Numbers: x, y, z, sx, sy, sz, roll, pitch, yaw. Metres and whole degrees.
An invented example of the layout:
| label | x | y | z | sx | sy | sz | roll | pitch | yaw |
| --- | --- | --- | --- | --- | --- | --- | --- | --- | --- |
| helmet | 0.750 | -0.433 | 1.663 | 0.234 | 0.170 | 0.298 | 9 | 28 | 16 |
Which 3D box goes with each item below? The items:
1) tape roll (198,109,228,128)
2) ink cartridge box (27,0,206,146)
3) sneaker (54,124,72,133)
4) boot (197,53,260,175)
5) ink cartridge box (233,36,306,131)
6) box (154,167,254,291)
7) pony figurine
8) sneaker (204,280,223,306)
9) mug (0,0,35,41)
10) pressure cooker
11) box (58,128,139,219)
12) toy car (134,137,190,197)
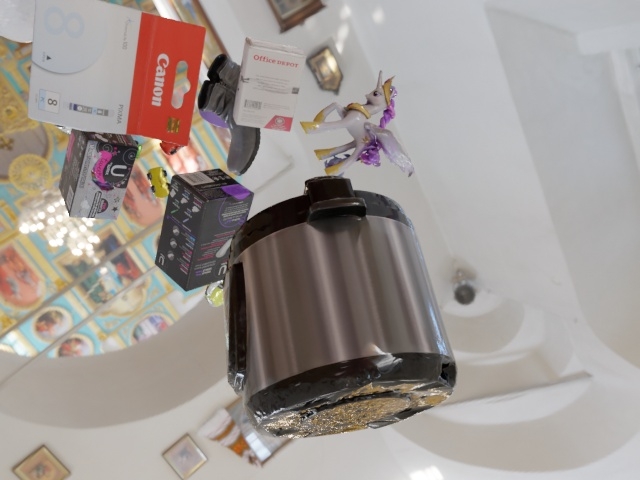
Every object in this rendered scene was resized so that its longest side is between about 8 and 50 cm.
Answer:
| label | x | y | z | sx | sy | sz | roll | pitch | yaw |
| --- | --- | --- | --- | --- | --- | --- | --- | --- | --- |
| tape roll | -0.344 | -0.488 | 2.154 | 0.188 | 0.080 | 0.189 | 14 | -145 | -10 |
| ink cartridge box | -0.497 | -0.410 | 1.439 | 0.384 | 0.308 | 0.091 | 13 | -163 | -4 |
| sneaker | -0.749 | -0.397 | 1.836 | 0.232 | 0.115 | 0.091 | -32 | -115 | 32 |
| boot | -0.285 | -0.378 | 1.804 | 0.118 | 0.339 | 0.222 | 21 | -171 | 42 |
| ink cartridge box | -0.142 | -0.422 | 1.602 | 0.158 | 0.218 | 0.092 | 5 | -150 | -18 |
| box | -0.303 | -0.030 | 1.526 | 0.143 | 0.271 | 0.165 | 35 | -150 | 28 |
| pony figurine | 0.156 | -0.360 | 2.052 | 0.363 | 0.351 | 0.303 | -28 | -164 | 2 |
| sneaker | -0.185 | 0.101 | 1.717 | 0.384 | 0.147 | 0.145 | -36 | -179 | 26 |
| mug | -0.865 | -0.733 | 1.725 | 0.328 | 0.373 | 0.276 | 111 | 1 | -69 |
| pressure cooker | 0.021 | 0.109 | 1.059 | 0.369 | 0.375 | 0.421 | -29 | -122 | 32 |
| box | -0.622 | -0.201 | 1.651 | 0.142 | 0.247 | 0.163 | 2 | -144 | -38 |
| toy car | -0.547 | -0.266 | 1.847 | 0.053 | 0.224 | 0.239 | 155 | -48 | -68 |
